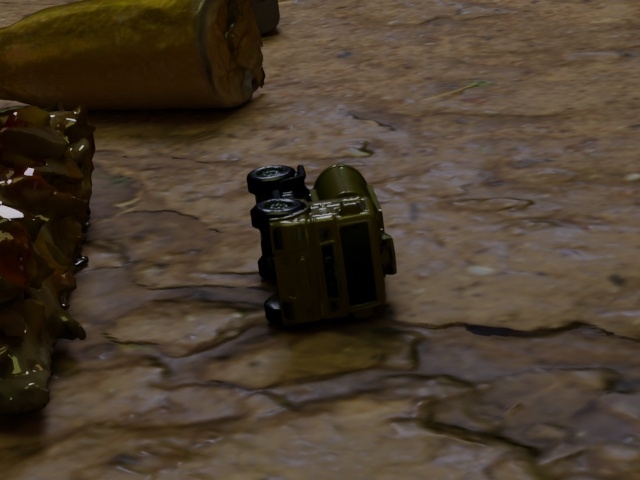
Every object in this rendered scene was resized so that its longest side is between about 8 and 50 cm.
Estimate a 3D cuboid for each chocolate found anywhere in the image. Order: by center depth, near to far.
[{"bbox_3d":[-0.147,-0.117,0.966,0.219,0.085,0.085,-1,22,25],"label":"chocolate"}]

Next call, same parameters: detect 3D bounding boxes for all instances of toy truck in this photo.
[{"bbox_3d":[0.000,0.000,0.626,0.054,0.049,0.083,-8,19,-2],"label":"toy truck"}]

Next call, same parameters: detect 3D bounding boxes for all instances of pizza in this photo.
[{"bbox_3d":[-0.219,0.009,0.665,0.251,0.074,0.287,-13,19,-4],"label":"pizza"}]

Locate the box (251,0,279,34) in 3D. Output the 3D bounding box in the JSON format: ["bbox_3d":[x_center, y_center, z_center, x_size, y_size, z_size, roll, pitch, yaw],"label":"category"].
[{"bbox_3d":[-0.099,-0.201,1.203,0.103,0.055,0.243,-12,21,-7],"label":"box"}]
